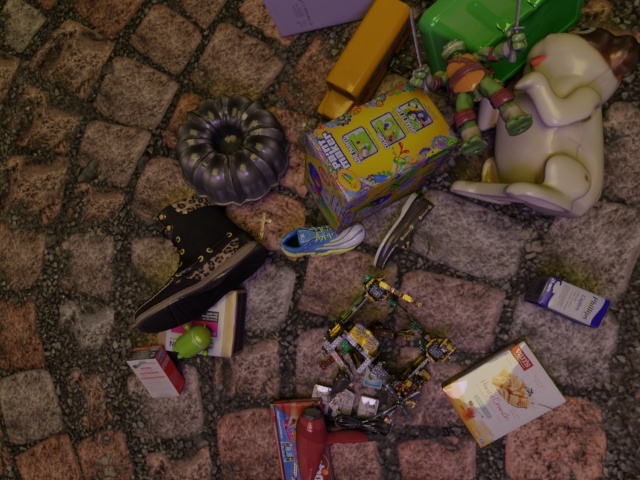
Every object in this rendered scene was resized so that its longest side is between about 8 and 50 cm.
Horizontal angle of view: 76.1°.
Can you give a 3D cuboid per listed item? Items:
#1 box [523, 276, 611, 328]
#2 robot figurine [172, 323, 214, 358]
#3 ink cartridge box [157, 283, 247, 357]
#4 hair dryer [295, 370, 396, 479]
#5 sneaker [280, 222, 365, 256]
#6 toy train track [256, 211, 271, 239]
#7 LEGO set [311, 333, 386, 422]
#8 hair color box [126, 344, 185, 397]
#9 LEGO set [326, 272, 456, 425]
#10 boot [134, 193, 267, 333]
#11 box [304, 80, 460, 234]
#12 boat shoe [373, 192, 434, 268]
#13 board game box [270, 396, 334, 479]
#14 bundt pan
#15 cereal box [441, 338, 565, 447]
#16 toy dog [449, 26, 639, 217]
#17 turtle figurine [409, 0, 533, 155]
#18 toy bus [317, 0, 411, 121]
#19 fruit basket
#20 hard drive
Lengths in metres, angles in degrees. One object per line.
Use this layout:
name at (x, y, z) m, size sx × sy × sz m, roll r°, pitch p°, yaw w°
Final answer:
box at (0.586, 0.145, 0.984) m, size 0.137 × 0.126 × 0.072 m, roll 24°, pitch 91°, yaw 12°
robot figurine at (-0.342, 0.273, 1.107) m, size 0.115 × 0.067 × 0.101 m, roll -34°, pitch 91°, yaw 13°
ink cartridge box at (-0.343, 0.228, 1.192) m, size 0.235 × 0.088 × 0.193 m, roll 3°, pitch 86°, yaw 11°
hair dryer at (0.042, 0.512, 1.059) m, size 0.223 × 0.080 × 0.293 m, roll 44°, pitch 90°, yaw -4°
sneaker at (0.000, 0.000, 1.113) m, size 0.240 × 0.126 × 0.091 m, roll -14°, pitch 84°, yaw 11°
toy train track at (-0.172, -0.043, 1.209) m, size 0.048 × 0.014 × 0.083 m, roll 7°, pitch 89°, yaw 12°
LEGO set at (0.081, 0.367, 1.128) m, size 0.183 × 0.060 × 0.244 m, roll 11°, pitch 96°, yaw 6°
hair color box at (-0.472, 0.381, 1.184) m, size 0.093 × 0.053 × 0.167 m, roll -8°, pitch 124°, yaw 11°
LEGO set at (0.172, 0.252, 0.994) m, size 0.255 × 0.192 × 0.331 m, roll -37°, pitch 90°, yaw -3°
boot at (-0.372, 0.048, 1.125) m, size 0.377 × 0.138 × 0.284 m, roll -36°, pitch 65°, yaw -14°
box at (0.123, -0.181, 0.981) m, size 0.279 × 0.290 × 0.177 m, roll -29°, pitch 81°, yaw -10°
boat shoe at (0.220, -0.016, 1.091) m, size 0.069 × 0.081 × 0.227 m, roll 31°, pitch 91°, yaw 16°
board game box at (-0.047, 0.577, 1.125) m, size 0.145 × 0.027 × 0.281 m, roll -8°, pitch 92°, yaw 10°
bundt pan at (-0.253, -0.267, 1.142) m, size 0.331 × 0.124 × 0.330 m, roll 0°, pitch 76°, yaw 0°
cereal box at (0.457, 0.385, 1.036) m, size 0.240 × 0.047 × 0.173 m, roll -34°, pitch 81°, yaw 8°
toy dog at (0.545, -0.269, 0.926) m, size 0.396 × 0.284 × 0.407 m, roll 12°, pitch 96°, yaw -9°
turtle figurine at (0.287, -0.323, 0.789) m, size 0.198 × 0.274 × 0.266 m, roll -14°, pitch 72°, yaw -8°
toy bus at (0.116, -0.474, 1.114) m, size 0.108 × 0.130 × 0.332 m, roll 34°, pitch 94°, yaw 12°
fruit basket at (0.388, -0.597, 1.006) m, size 0.392 × 0.283 × 0.391 m, roll -10°, pitch 66°, yaw 23°
hard drive at (0.019, -0.654, 1.104) m, size 0.319 × 0.210 × 0.040 m, roll -7°, pitch 85°, yaw 11°
